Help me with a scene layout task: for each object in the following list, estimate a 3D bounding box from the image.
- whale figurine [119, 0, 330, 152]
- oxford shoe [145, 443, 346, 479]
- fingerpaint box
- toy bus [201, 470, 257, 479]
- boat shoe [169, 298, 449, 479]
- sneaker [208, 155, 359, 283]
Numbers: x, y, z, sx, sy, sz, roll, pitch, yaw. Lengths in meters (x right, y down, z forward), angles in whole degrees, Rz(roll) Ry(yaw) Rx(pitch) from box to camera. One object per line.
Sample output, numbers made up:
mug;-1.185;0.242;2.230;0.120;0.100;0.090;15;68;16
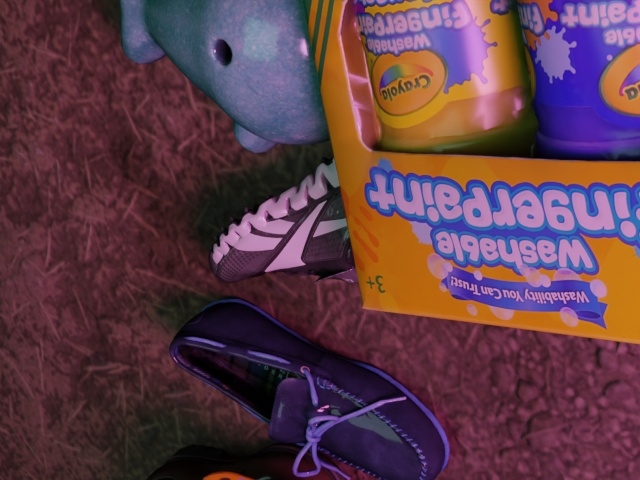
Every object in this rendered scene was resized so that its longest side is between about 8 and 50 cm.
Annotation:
whale figurine;-0.068;-0.164;1.168;0.272;0.141;0.216;14;118;33
oxford shoe;-0.073;0.234;1.381;0.227;0.096;0.083;-10;101;39
fingerpaint box;0.192;-0.133;0.921;0.444;0.163;0.371;6;114;46
toy bus;-0.087;0.322;1.347;0.130;0.108;0.333;20;146;-5
boat shoe;-0.017;0.144;1.300;0.258;0.089;0.109;23;122;28
sneaker;0.000;0.000;1.230;0.234;0.078;0.106;-33;85;40
